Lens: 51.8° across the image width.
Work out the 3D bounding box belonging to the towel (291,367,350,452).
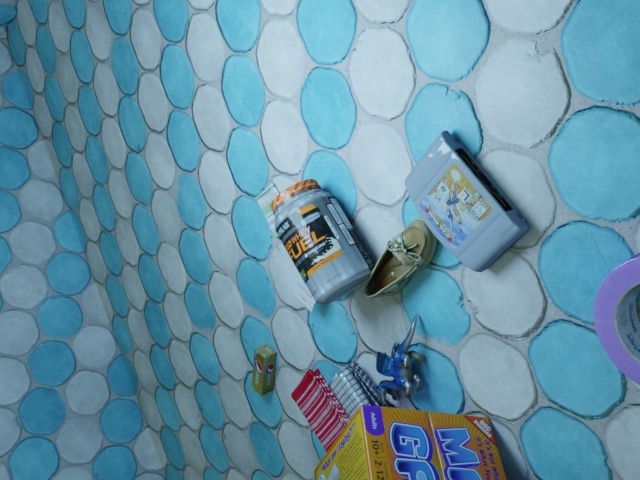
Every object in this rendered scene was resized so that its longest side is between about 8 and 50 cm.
[{"bbox_3d":[0.014,0.535,1.977,0.275,0.031,0.199,55,141,21],"label":"towel"}]

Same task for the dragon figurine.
[{"bbox_3d":[0.207,0.334,1.804,0.144,0.085,0.289,15,117,45],"label":"dragon figurine"}]

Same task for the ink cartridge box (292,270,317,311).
[{"bbox_3d":[-0.017,0.115,1.995,0.104,0.060,0.180,42,133,30],"label":"ink cartridge box"}]

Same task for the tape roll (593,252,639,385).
[{"bbox_3d":[0.652,0.146,1.205,0.275,0.090,0.275,22,120,43],"label":"tape roll"}]

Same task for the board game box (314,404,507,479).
[{"bbox_3d":[0.218,0.660,1.607,0.356,0.356,0.356,-97,24,-43],"label":"board game box"}]

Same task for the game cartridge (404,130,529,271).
[{"bbox_3d":[0.323,-0.081,1.525,0.297,0.062,0.198,54,134,19],"label":"game cartridge"}]

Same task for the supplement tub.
[{"bbox_3d":[0.000,0.000,1.824,0.316,0.193,0.193,59,140,14],"label":"supplement tub"}]

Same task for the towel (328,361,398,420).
[{"bbox_3d":[0.107,0.522,1.978,0.235,0.121,0.283,53,139,23],"label":"towel"}]

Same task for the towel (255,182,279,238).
[{"bbox_3d":[-0.147,-0.092,2.092,0.113,0.023,0.152,-35,78,51],"label":"towel"}]

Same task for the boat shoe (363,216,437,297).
[{"bbox_3d":[0.204,0.056,1.689,0.104,0.089,0.285,50,136,25],"label":"boat shoe"}]

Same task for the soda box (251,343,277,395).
[{"bbox_3d":[-0.202,0.464,2.357,0.061,0.058,0.181,32,128,38],"label":"soda box"}]
